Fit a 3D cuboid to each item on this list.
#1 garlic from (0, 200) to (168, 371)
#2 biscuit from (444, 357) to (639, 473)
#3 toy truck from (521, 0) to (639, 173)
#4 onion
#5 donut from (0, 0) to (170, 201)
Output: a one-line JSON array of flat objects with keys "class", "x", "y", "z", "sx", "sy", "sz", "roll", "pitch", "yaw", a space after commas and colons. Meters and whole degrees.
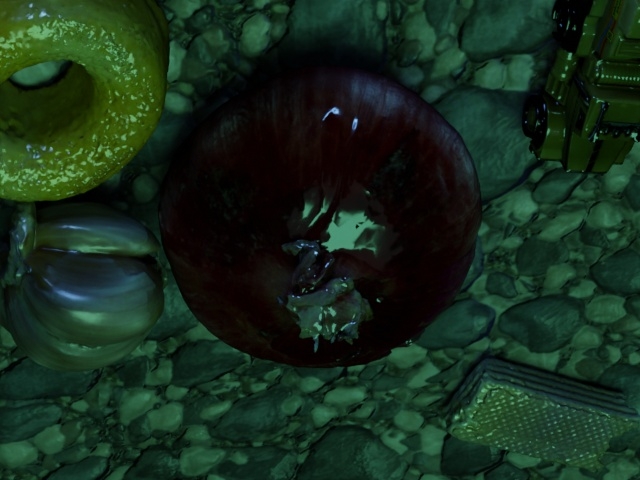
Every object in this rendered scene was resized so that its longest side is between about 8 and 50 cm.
[{"class": "garlic", "x": -0.260, "y": 0.065, "z": 2.004, "sx": 0.191, "sy": 0.160, "sz": 0.214, "roll": 17, "pitch": 140, "yaw": -19}, {"class": "biscuit", "x": 0.275, "y": 0.218, "z": 2.363, "sx": 0.239, "sy": 0.062, "sz": 0.108, "roll": 17, "pitch": 126, "yaw": -24}, {"class": "toy truck", "x": 0.307, "y": -0.178, "z": 1.995, "sx": 0.127, "sy": 0.127, "sz": 0.257, "roll": 2, "pitch": 132, "yaw": -17}, {"class": "onion", "x": 0.000, "y": 0.000, "z": 1.968, "sx": 0.347, "sy": 0.285, "sz": 0.347, "roll": -1, "pitch": 123, "yaw": -2}, {"class": "donut", "x": -0.278, "y": -0.152, "z": 1.881, "sx": 0.277, "sy": 0.108, "sz": 0.277, "roll": -7, "pitch": 130, "yaw": -8}]
